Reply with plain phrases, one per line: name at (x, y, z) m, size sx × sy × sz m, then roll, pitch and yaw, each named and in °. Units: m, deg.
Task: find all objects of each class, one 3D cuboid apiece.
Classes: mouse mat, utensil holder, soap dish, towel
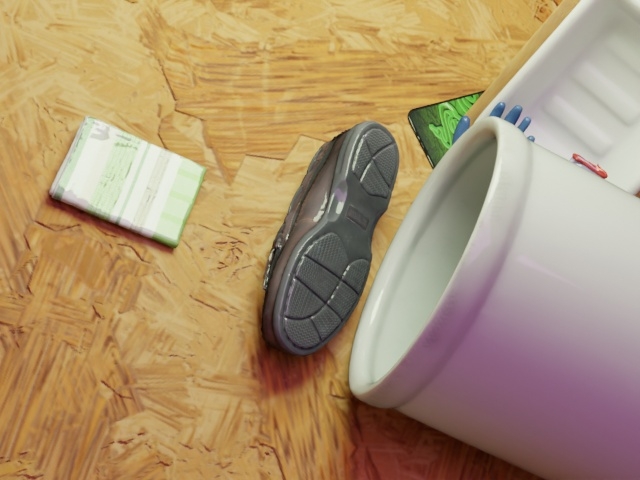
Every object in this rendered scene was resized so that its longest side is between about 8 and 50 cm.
mouse mat at (0.208, -0.100, 1.623) m, size 0.153 × 0.007 × 0.189 m, roll -17°, pitch 71°, yaw -26°
utensil holder at (0.270, 0.100, 1.367) m, size 0.386 × 0.327 × 0.327 m, roll 27°, pitch 59°, yaw -9°
soap dish at (0.342, -0.174, 1.555) m, size 0.229 × 0.291 × 0.118 m, roll 40°, pitch 34°, yaw 0°
towel at (-0.214, -0.064, 1.446) m, size 0.152 × 0.023 × 0.113 m, roll 24°, pitch 61°, yaw -10°

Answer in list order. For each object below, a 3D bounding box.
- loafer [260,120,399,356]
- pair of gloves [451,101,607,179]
loafer at (0.000, 0.000, 1.464) m, size 0.109 × 0.095 × 0.302 m, roll 42°, pitch 58°, yaw -32°
pair of gloves at (0.232, -0.066, 1.546) m, size 0.198 × 0.023 × 0.159 m, roll 37°, pitch 102°, yaw 3°
